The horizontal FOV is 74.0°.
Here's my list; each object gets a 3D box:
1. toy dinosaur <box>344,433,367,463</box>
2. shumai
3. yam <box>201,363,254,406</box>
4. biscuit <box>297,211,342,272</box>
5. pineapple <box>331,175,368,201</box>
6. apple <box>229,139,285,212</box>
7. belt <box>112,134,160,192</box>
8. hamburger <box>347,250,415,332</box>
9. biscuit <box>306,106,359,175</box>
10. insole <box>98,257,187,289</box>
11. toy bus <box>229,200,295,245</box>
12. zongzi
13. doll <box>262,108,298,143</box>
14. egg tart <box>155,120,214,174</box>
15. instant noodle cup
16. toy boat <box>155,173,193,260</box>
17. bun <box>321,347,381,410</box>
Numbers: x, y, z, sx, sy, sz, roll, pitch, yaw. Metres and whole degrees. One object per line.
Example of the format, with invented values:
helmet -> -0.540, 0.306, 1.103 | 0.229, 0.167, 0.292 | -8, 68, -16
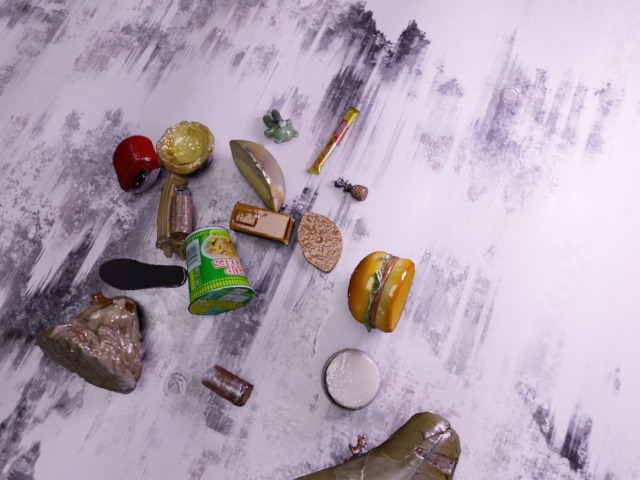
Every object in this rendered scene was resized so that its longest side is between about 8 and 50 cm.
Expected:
toy dinosaur -> 0.097, 0.620, 1.195 | 0.055, 0.049, 0.154 | 16, 81, -4
shumai -> -0.644, 0.295, 1.312 | 0.314, 0.267, 0.262 | 41, 47, -12
yam -> -0.276, 0.432, 1.269 | 0.141, 0.079, 0.079 | 26, 77, 14
biscuit -> 0.000, 0.000, 1.396 | 0.141, 0.029, 0.221 | -25, 72, -1
pineapple -> 0.099, -0.175, 1.435 | 0.124, 0.058, 0.058 | 26, 77, 26
apple -> -0.195, -0.241, 1.408 | 0.120, 0.193, 0.265 | -35, 72, -16
belt -> -0.626, -0.249, 1.450 | 0.127, 0.201, 0.124 | -9, 67, -41
hamburger -> 0.165, 0.142, 1.234 | 0.169, 0.246, 0.246 | 19, 76, 22
biscuit -> 0.048, -0.350, 1.499 | 0.048, 0.026, 0.292 | 25, 76, 32
insole -> -0.597, 0.113, 1.425 | 0.309, 0.012, 0.110 | 0, 73, 5
toy bus -> -0.195, -0.055, 1.381 | 0.200, 0.114, 0.098 | 15, 83, 8
zongzi -> 0.153, 0.577, 1.115 | 0.392, 0.174, 0.356 | 30, 75, 0
doll -> -0.152, -0.411, 1.514 | 0.115, 0.078, 0.150 | -31, 62, -15
egg tart -> -0.472, -0.322, 1.502 | 0.212, 0.090, 0.213 | -1, 75, 3
instant noodle cup -> -0.334, 0.089, 1.324 | 0.206, 0.207, 0.233 | -21, 67, -1
toy boat -> -0.479, -0.081, 1.422 | 0.115, 0.089, 0.311 | -15, 65, 31
bun -> 0.086, 0.398, 1.224 | 0.172, 0.120, 0.173 | 1, 76, -2
